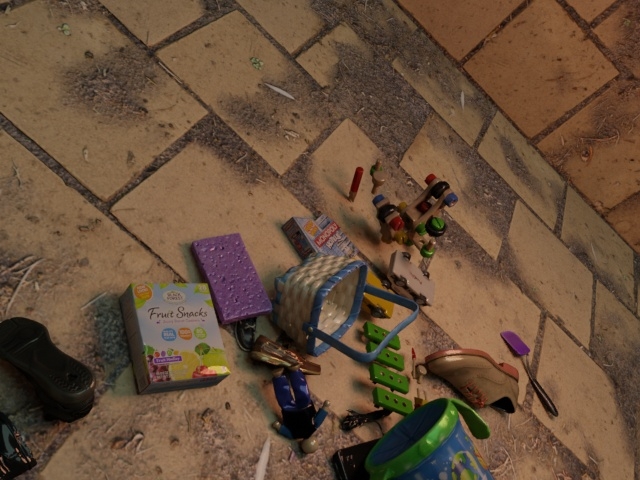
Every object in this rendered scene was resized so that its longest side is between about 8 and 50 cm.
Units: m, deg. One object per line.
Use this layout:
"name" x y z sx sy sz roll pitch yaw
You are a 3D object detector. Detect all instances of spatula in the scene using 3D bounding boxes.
"spatula" 0.662 0.412 2.003 0.084 0.030 0.296 -3 62 -46

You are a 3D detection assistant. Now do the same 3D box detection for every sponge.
"sponge" -0.199 0.082 1.428 0.117 0.031 0.210 -12 62 -30

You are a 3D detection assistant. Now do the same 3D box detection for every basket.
"basket" 0.052 0.154 1.464 0.289 0.201 0.255 20 29 30

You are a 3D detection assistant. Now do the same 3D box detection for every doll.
"doll" -0.042 0.357 1.347 0.129 0.046 0.189 -16 90 -7

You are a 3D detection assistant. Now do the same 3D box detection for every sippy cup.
"sippy cup" 0.250 0.493 1.353 0.224 0.305 0.240 51 -4 3

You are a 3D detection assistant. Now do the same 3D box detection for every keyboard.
"keyboard" 0.150 0.478 1.480 0.317 0.033 0.201 3 59 -43

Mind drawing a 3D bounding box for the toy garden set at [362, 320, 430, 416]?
"toy garden set" 0.193 0.341 1.591 0.204 0.049 0.244 27 34 -24

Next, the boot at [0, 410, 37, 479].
"boot" -0.507 0.332 0.978 0.121 0.045 0.099 53 43 4

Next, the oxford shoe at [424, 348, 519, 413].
"oxford shoe" 0.427 0.384 1.741 0.348 0.123 0.130 21 53 -29

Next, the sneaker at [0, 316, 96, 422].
"sneaker" -0.465 0.226 1.077 0.227 0.130 0.087 30 40 20

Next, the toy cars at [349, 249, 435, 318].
"toy cars" 0.174 0.123 1.740 0.394 0.087 0.176 -7 79 -49

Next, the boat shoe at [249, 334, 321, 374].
"boat shoe" -0.070 0.256 1.410 0.178 0.064 0.060 24 71 -27

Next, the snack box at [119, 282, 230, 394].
"snack box" -0.289 0.188 1.269 0.174 0.070 0.207 2 57 -41

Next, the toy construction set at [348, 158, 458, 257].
"toy construction set" 0.221 -0.073 1.876 0.309 0.237 0.257 32 55 11

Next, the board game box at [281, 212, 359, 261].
"board game box" 0.000 0.000 1.692 0.194 0.060 0.194 48 40 -3

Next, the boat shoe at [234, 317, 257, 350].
"boat shoe" -0.160 0.182 1.417 0.046 0.038 0.125 21 47 -30
